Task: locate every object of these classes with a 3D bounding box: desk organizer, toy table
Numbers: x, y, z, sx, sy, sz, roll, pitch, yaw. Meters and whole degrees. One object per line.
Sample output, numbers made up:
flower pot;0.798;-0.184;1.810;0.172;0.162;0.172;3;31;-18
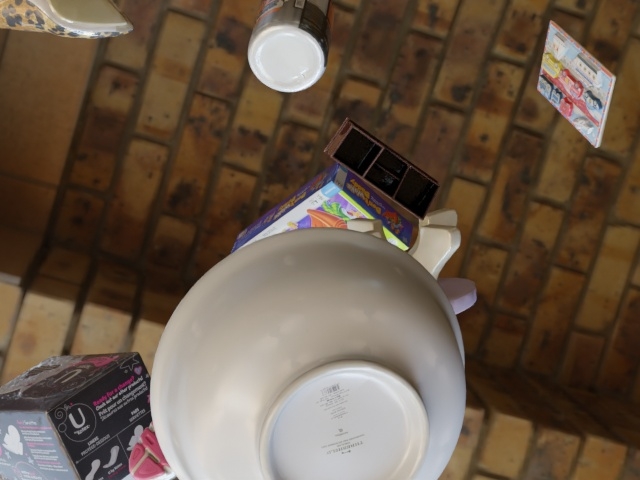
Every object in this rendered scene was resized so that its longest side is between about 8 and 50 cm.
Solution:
desk organizer;0.071;-0.078;1.114;0.047;0.130;0.050;-55;-169;8
toy table;0.148;0.046;1.737;0.252;0.274;0.161;3;-75;39

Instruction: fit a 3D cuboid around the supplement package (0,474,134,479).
supplement package;-0.408;0.379;1.722;0.262;0.204;0.145;-43;157;-24

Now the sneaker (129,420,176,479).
sneaker;-0.126;0.202;1.060;0.170;0.063;0.075;-42;151;-27

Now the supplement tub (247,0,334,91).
supplement tub;-0.040;-0.316;1.504;0.190;0.117;0.117;-83;-166;-51

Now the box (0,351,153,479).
box;-0.347;0.250;1.392;0.247;0.142;0.163;-8;-160;47

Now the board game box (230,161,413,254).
board game box;0.000;0.000;2.239;0.347;0.233;0.078;-35;-155;37

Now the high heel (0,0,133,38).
high heel;-0.405;-0.318;1.403;0.186;0.261;0.093;-22;-124;60

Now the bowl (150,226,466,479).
bowl;0.007;0.147;0.867;0.134;0.298;0.298;-133;-120;-70

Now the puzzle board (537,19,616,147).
puzzle board;0.288;-0.179;1.152;0.096;0.011;0.128;89;-22;-43
